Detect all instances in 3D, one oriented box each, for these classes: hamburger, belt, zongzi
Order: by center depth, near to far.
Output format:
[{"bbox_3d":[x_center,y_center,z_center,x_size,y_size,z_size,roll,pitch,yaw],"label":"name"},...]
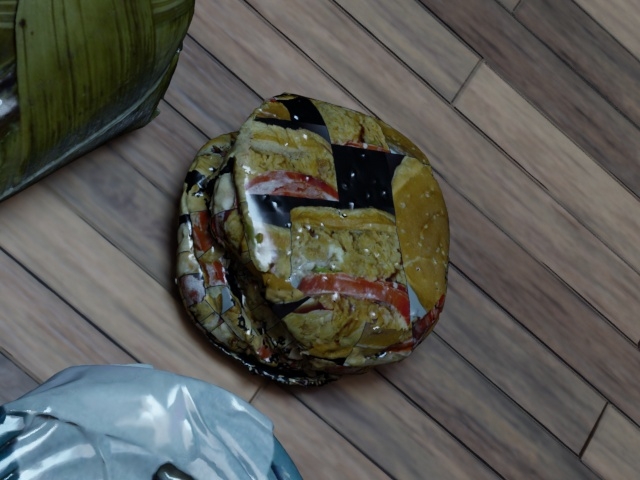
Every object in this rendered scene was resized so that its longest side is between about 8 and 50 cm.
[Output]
[{"bbox_3d":[-0.163,0.288,1.172,0.300,0.173,0.436,26,60,-20],"label":"belt"},{"bbox_3d":[-0.191,-0.131,1.262,0.134,0.288,0.286,49,55,4],"label":"zongzi"},{"bbox_3d":[0.000,0.000,1.434,0.231,0.107,0.231,18,57,-29],"label":"hamburger"}]
